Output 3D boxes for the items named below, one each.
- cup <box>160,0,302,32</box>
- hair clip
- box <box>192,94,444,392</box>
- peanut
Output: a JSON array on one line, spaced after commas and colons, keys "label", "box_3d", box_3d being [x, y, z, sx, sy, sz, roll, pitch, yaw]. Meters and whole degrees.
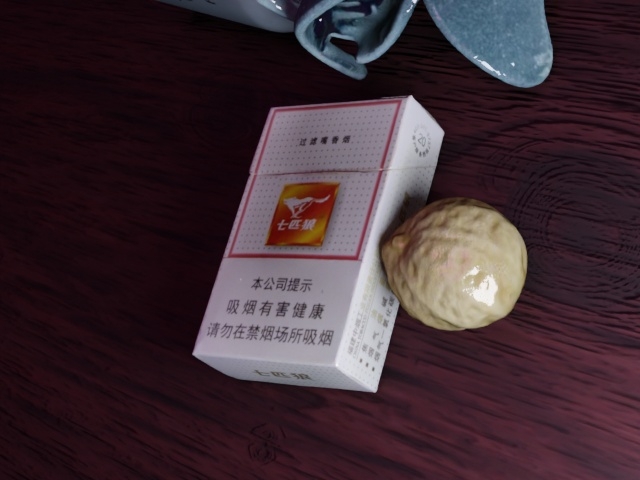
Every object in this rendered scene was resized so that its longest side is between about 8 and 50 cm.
[{"label": "cup", "box_3d": [-0.112, -0.399, 1.674, 0.312, 0.205, 0.205, 24, 81, 43]}, {"label": "hair clip", "box_3d": [0.076, -0.368, 1.447, 0.238, 0.392, 0.318, -9, 62, 60]}, {"label": "box", "box_3d": [0.000, 0.000, 1.435, 0.210, 0.095, 0.330, 1, 64, 37]}, {"label": "peanut", "box_3d": [0.138, 0.024, 1.302, 0.159, 0.109, 0.140, 3, 53, 34]}]
